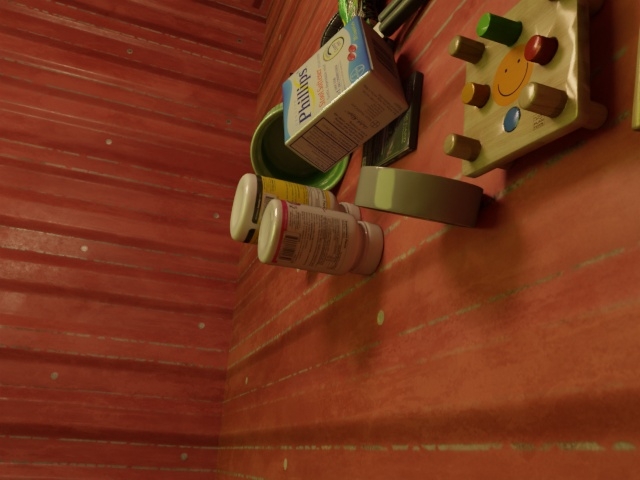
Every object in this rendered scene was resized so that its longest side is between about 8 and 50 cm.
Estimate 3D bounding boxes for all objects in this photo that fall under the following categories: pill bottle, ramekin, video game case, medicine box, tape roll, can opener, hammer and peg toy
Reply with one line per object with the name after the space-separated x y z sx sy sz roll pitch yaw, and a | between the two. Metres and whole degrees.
0.000 0.000 1.318 0.160 0.283 0.160 -169 90 -72 | pill bottle
-0.065 -0.296 1.677 0.148 0.303 0.303 -99 26 -61 | ramekin
0.176 -0.287 1.369 0.274 0.026 0.196 159 120 -68 | video game case
0.051 -0.371 1.361 0.289 0.149 0.263 -34 42 29 | medicine box
0.173 -0.076 0.951 0.219 0.219 0.072 -161 82 -72 | tape roll
0.193 -0.572 1.407 0.280 0.093 0.074 -39 45 50 | can opener
0.318 -0.252 0.762 0.361 0.127 0.265 153 125 -67 | hammer and peg toy
-0.067 -0.062 1.474 0.188 0.334 0.187 -169 90 -71 | pill bottle

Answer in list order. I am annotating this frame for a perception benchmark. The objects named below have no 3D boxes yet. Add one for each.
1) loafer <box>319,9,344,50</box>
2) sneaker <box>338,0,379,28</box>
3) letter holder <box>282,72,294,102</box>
0.041 -0.666 1.866 0.095 0.109 0.302 -99 24 -55 | loafer
0.135 -0.656 1.579 0.146 0.134 0.343 13 98 61 | sneaker
-0.065 -0.433 1.973 0.214 0.152 0.301 117 156 -44 | letter holder
